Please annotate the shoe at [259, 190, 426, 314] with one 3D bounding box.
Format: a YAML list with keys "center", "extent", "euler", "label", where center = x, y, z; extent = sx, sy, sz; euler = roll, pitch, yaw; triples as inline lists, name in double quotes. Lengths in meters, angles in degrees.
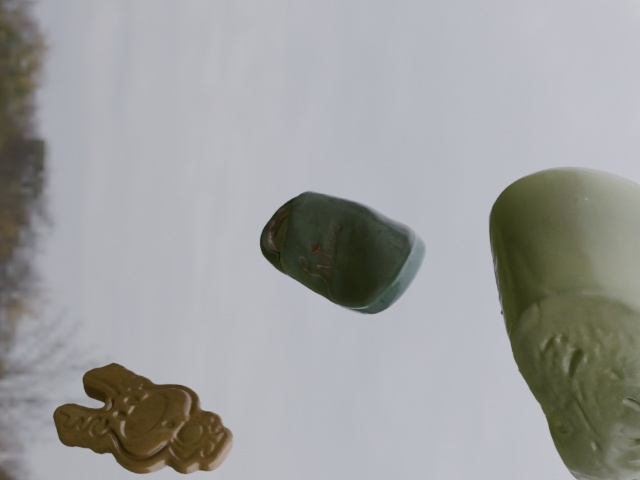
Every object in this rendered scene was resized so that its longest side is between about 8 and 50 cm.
- center: [0.000, 0.000, 1.413]
  extent: [0.195, 0.078, 0.079]
  euler: [19, -102, 58]
  label: "shoe"

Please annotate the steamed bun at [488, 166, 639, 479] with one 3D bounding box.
- center: [0.440, 0.131, 2.587]
  extent: [0.371, 0.290, 0.456]
  euler: [-91, 156, -49]
  label: "steamed bun"

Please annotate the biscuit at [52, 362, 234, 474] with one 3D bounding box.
- center: [-0.220, 0.231, 2.241]
  extent: [0.144, 0.236, 0.040]
  euler: [-56, 149, -35]
  label: "biscuit"
